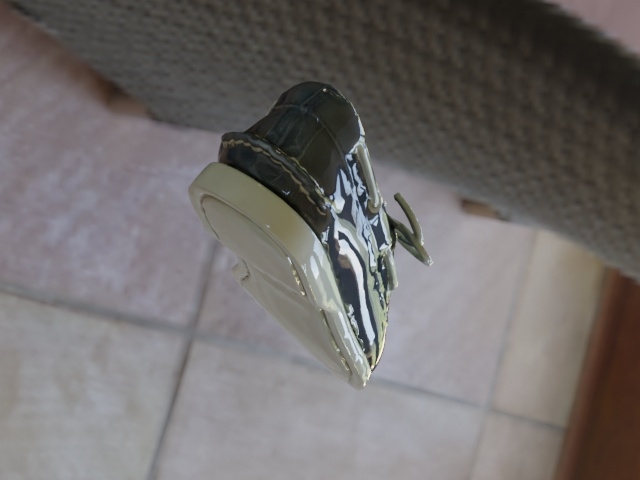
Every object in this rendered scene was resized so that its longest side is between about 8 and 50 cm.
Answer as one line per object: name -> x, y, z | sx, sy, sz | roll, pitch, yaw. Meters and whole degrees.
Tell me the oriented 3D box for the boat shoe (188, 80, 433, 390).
boat shoe -> 0.000, 0.000, 0.914 | 0.079, 0.095, 0.254 | -51, 157, -11
